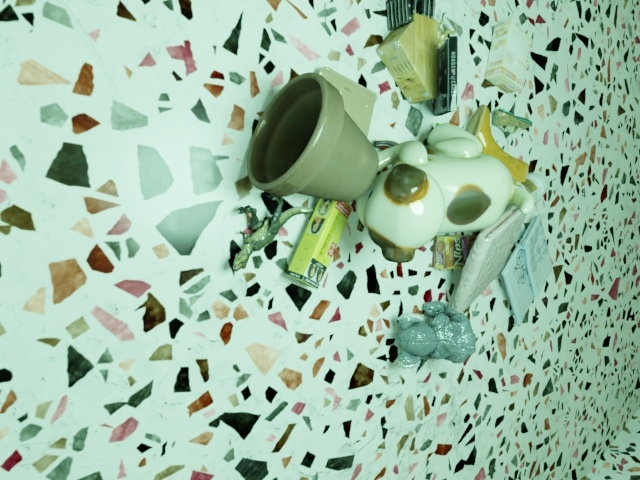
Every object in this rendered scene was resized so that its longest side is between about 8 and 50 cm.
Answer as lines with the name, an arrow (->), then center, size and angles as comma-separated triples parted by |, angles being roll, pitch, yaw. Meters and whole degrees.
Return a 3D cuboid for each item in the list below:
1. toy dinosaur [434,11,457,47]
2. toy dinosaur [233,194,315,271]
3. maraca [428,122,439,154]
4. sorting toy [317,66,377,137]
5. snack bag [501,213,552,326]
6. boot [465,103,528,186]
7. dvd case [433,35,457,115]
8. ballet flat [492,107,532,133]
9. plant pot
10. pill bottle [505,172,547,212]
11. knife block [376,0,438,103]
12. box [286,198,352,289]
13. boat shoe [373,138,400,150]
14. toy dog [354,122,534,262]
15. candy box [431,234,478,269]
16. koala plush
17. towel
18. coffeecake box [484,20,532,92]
toy dinosaur -> 0.365, -0.620, 1.237 | 0.092, 0.053, 0.183 | -47, 109, -7
toy dinosaur -> -0.122, -0.043, 0.950 | 0.268, 0.064, 0.118 | -40, 134, -28
maraca -> 0.376, -0.267, 1.250 | 0.127, 0.099, 0.185 | 11, 70, -68
sorting toy -> 0.048, -0.310, 1.057 | 0.193, 0.038, 0.208 | 13, 92, -35
snack bag -> 0.824, 0.121, 1.614 | 0.342, 0.037, 0.323 | -47, 125, -26
boot -> 0.576, -0.277, 1.333 | 0.212, 0.104, 0.294 | 10, 102, -2
dvd case -> 0.348, -0.448, 1.145 | 0.030, 0.238, 0.179 | -3, 104, 8
ballet flat -> 0.691, -0.425, 1.481 | 0.206, 0.073, 0.067 | 5, 120, -33
plant pot -> 0.003, -0.191, 0.902 | 0.229, 0.263, 0.262 | 24, 81, -37
pill bottle -> 0.714, -0.163, 1.476 | 0.229, 0.131, 0.131 | -27, 110, -30
knife block -> 0.279, -0.568, 1.151 | 0.275, 0.088, 0.242 | 46, 70, -29
box -> 0.000, 0.000, 1.028 | 0.087, 0.058, 0.232 | 39, 71, -53
boat shoe -> 0.204, -0.259, 1.162 | 0.137, 0.049, 0.043 | 4, 95, -40
toy dog -> 0.268, -0.091, 1.021 | 0.408, 0.395, 0.284 | -20, 134, -36
candy box -> 0.455, 0.037, 1.368 | 0.187, 0.053, 0.109 | -1, 97, -33
koala plush -> 0.326, 0.292, 1.238 | 0.222, 0.203, 0.196 | 4, 93, -23
towel -> 0.556, 0.052, 1.345 | 0.317, 0.053, 0.331 | -32, 140, -35
coffeecake box -> 0.656, -0.632, 1.419 | 0.143, 0.068, 0.185 | 12, 89, -35
